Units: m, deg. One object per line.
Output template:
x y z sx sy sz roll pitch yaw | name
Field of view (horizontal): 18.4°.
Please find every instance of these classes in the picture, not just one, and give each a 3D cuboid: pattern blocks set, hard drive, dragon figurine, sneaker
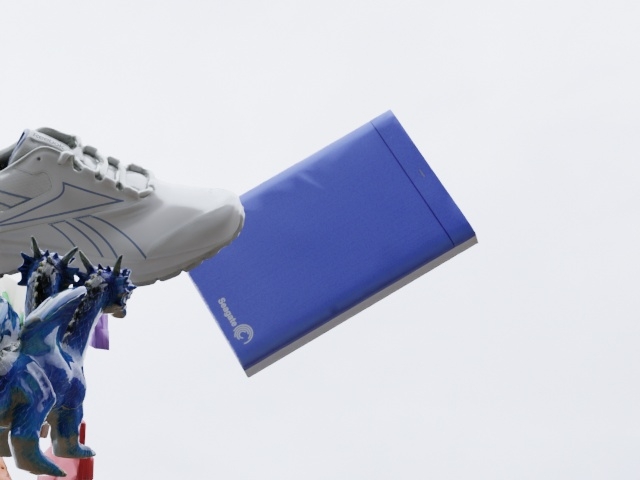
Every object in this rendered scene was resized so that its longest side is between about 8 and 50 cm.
-0.309 0.117 1.989 0.026 0.285 0.325 12 -10 -37 | pattern blocks set
0.000 0.000 2.383 0.318 0.210 0.040 -30 -29 -4 | hard drive
-0.191 0.072 1.243 0.085 0.144 0.289 1 2 13 | dragon figurine
-0.216 -0.033 1.757 0.297 0.111 0.129 0 -67 -1 | sneaker
